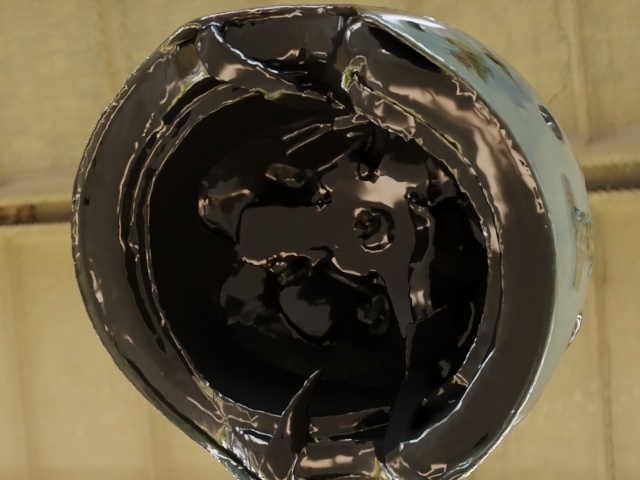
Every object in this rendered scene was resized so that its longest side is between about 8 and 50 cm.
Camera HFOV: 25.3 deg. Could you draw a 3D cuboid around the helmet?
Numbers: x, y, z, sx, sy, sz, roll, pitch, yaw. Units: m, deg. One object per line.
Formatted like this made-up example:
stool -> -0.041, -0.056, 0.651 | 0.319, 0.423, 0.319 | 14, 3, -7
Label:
helmet -> 0.015, -0.003, 0.465 | 0.177, 0.107, 0.153 | 2, -76, 42
